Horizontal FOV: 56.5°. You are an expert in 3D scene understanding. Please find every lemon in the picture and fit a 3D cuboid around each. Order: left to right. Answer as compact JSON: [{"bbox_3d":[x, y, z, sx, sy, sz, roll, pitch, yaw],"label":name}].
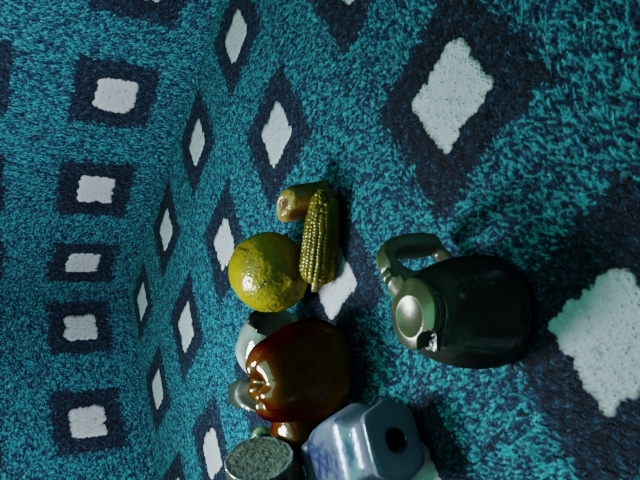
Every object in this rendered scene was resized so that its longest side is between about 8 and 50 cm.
[{"bbox_3d":[-0.169,0.099,1.930,0.310,0.258,0.257,36,119,57],"label":"lemon"}]

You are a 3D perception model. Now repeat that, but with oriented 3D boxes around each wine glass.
[{"bbox_3d":[-0.179,0.394,1.980,0.238,0.238,0.322,44,130,52],"label":"wine glass"}]

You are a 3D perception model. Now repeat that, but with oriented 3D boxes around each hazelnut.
[{"bbox_3d":[-0.069,0.586,1.819,0.181,0.212,0.180,2,59,20],"label":"hazelnut"}]

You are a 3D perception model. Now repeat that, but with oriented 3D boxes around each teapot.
[{"bbox_3d":[0.262,0.106,1.228,0.239,0.239,0.321,-32,60,54],"label":"teapot"}]

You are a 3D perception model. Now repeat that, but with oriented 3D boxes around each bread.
[{"bbox_3d":[-0.058,-0.127,1.870,0.085,0.173,0.134,57,136,23],"label":"bread"}]

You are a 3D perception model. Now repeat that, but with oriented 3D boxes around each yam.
[{"bbox_3d":[-0.137,0.749,1.717,0.241,0.241,0.348,25,135,58],"label":"yam"}]

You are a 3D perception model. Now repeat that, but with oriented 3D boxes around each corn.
[{"bbox_3d":[0.000,0.000,1.808,0.119,0.119,0.321,14,99,59],"label":"corn"}]

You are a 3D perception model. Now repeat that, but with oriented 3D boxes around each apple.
[{"bbox_3d":[-0.049,0.376,1.698,0.288,0.317,0.288,46,144,51],"label":"apple"}]

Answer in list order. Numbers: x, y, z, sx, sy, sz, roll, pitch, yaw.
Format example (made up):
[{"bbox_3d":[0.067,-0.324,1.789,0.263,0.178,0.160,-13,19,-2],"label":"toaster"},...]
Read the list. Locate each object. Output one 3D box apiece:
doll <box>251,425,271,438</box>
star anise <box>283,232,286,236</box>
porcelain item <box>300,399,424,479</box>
[{"bbox_3d":[-0.173,0.791,1.968,0.186,0.199,0.321,-155,64,-85],"label":"doll"},{"bbox_3d":[-0.156,0.052,2.130,0.212,0.054,0.157,-12,79,61],"label":"star anise"},{"bbox_3d":[0.096,0.554,1.547,0.405,0.179,0.242,-48,50,54],"label":"porcelain item"}]
